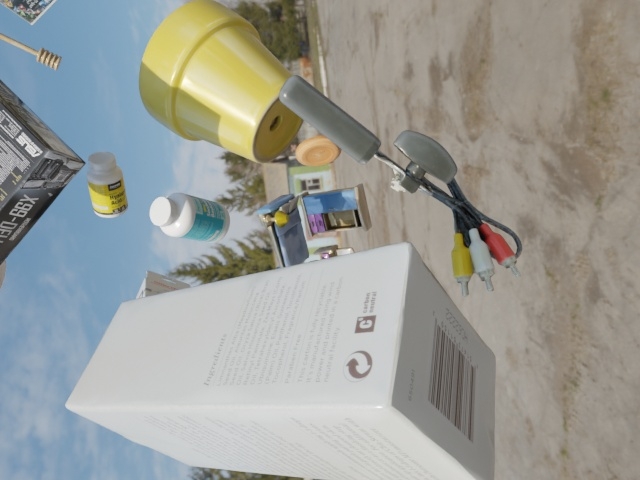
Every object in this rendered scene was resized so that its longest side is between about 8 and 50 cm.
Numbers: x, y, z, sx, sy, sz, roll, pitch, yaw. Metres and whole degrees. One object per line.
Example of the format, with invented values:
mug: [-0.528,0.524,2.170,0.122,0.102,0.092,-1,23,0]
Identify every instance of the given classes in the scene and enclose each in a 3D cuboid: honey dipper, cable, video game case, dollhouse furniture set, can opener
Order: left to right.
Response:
honey dipper: [-0.578,-0.376,0.935,0.030,0.160,0.031,-41,36,39]
video game case: [-0.749,-0.652,1.231,0.173,0.190,0.022,33,-140,-47]
dollhouse furniture set: [0.000,0.000,1.397,0.303,0.197,0.287,-39,-61,-56]
can opener: [0.068,-0.156,0.729,0.093,0.280,0.074,-56,11,13]
cable: [0.266,-0.048,0.890,0.072,0.139,0.288,60,-170,-75]

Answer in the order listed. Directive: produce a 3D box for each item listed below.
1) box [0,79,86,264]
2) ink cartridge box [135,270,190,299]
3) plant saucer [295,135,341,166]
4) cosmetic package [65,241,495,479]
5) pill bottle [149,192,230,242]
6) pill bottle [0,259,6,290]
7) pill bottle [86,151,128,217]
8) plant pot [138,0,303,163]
box: [-0.525,-0.122,0.698,0.307,0.242,0.076,41,-176,10]
ink cartridge box: [-0.311,0.135,0.985,0.060,0.104,0.180,-62,25,11]
plant saucer: [-0.003,-0.156,0.882,0.083,0.083,0.013,84,175,-65]
cosmetic package: [-0.055,0.167,0.585,0.230,0.452,0.162,48,-137,-36]
pill bottle: [-0.434,-0.076,1.643,0.264,0.146,0.147,12,-111,-61]
pill bottle: [-1.082,0.080,1.380,0.181,0.322,0.182,-172,90,-74]
pill bottle: [-0.408,-0.107,0.942,0.065,0.065,0.117,-97,11,-51]
plant pot: [-0.163,-0.276,0.930,0.239,0.254,0.254,36,159,16]
